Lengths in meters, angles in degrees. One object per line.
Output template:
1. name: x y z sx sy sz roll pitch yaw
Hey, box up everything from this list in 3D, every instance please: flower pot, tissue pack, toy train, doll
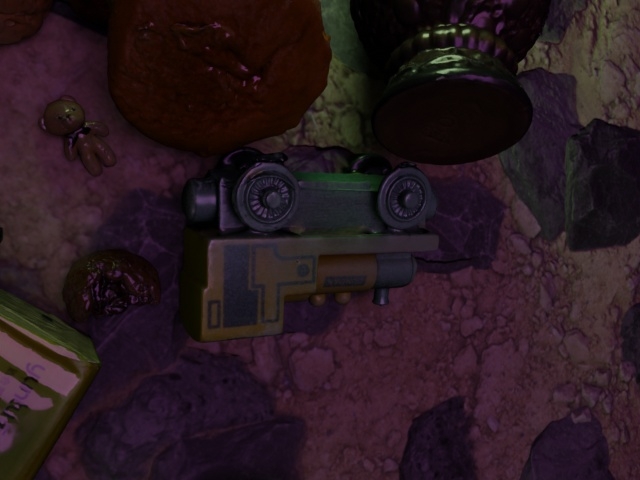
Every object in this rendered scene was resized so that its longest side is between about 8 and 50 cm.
1. flower pot: 0.165 -0.256 0.776 0.267 0.266 0.267 16 67 -26
2. tissue pack: -0.360 0.191 0.589 0.167 0.200 0.274 35 77 -21
3. toy train: 0.000 0.000 0.800 0.369 0.150 0.237 -1 100 -26
4. doll: -0.286 -0.125 0.716 0.061 0.051 0.093 -45 138 -19

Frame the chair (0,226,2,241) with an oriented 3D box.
1. chair: -0.462 0.046 0.571 0.270 0.136 0.147 7 89 -28

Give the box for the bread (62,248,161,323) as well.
1. bread: -0.250 0.052 0.718 0.113 0.060 0.082 -17 101 -24

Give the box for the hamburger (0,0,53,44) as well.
1. hamburger: -0.343 -0.379 0.583 0.162 0.209 0.330 -9 97 -25

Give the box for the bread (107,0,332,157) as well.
1. bread: -0.109 -0.221 0.676 0.268 0.268 0.145 15 45 -26

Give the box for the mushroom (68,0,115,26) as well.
1. mushroom: -0.233 -0.328 0.692 0.080 0.135 0.170 32 60 15
